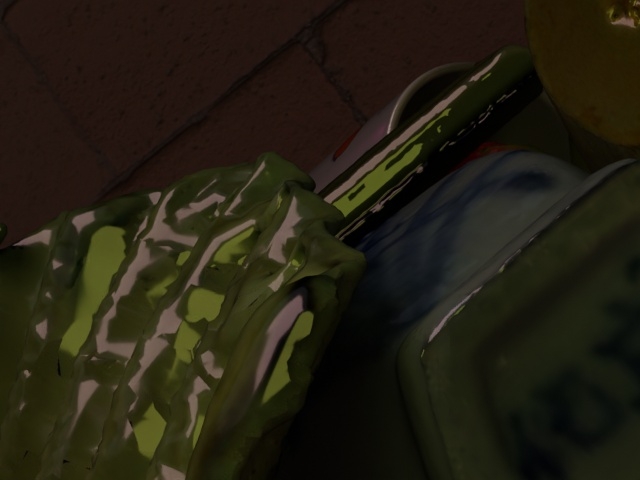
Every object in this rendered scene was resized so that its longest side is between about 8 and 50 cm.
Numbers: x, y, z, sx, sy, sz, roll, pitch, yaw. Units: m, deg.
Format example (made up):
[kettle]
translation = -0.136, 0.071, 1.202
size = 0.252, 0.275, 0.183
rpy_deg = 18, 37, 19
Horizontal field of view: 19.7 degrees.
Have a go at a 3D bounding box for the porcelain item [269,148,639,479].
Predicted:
[porcelain item]
translation = 0.069, 0.077, 0.905
size = 0.242, 0.178, 0.405
rpy_deg = -40, 1, -16

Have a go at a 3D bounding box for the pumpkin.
[pumpkin]
translation = 0.159, -0.107, 0.875
size = 0.110, 0.217, 0.217
rpy_deg = 11, -29, -31

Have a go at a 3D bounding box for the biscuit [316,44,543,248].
[biscuit]
translation = 0.000, 0.000, 1.015
size = 0.322, 0.038, 0.099
rpy_deg = -41, -8, -4

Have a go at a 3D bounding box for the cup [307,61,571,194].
[cup]
translation = 0.070, 0.004, 1.622
size = 0.212, 0.212, 0.317
rpy_deg = -41, 3, -36

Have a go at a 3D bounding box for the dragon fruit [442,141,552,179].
[dragon fruit]
translation = 0.095, 0.045, 1.328
size = 0.198, 0.200, 0.269
rpy_deg = 129, 156, -56

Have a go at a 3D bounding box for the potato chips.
[potato chips]
translation = -0.106, 0.137, 0.814
size = 0.373, 0.097, 0.389
rpy_deg = 29, 99, 59

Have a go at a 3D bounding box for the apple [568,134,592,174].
[apple]
translation = 0.230, -0.063, 1.031
size = 0.200, 0.200, 0.200
rpy_deg = -39, 3, 3
